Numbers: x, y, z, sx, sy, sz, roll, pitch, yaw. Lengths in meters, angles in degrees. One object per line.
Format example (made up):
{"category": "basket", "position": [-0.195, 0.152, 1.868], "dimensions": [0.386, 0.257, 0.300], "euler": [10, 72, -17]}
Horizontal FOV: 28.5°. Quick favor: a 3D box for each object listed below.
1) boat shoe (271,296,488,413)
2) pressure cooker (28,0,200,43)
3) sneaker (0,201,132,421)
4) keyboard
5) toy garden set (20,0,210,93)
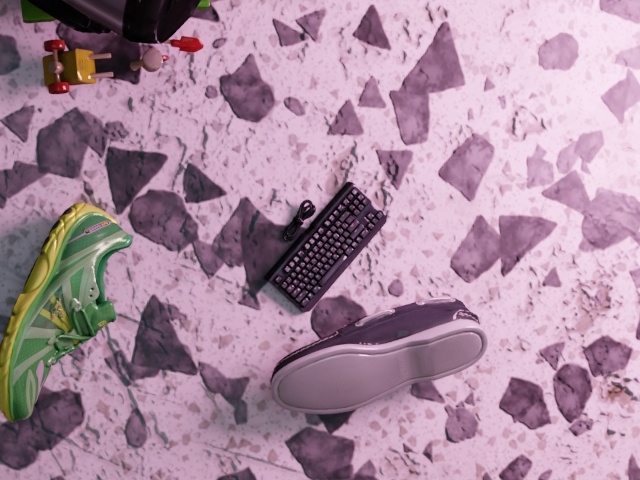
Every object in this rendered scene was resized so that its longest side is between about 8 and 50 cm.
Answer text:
{"category": "boat shoe", "position": [0.072, 0.152, 1.706], "dimensions": [0.302, 0.091, 0.114], "euler": [-10, 126, -13]}
{"category": "pressure cooker", "position": [-0.286, -0.475, 1.477], "dimensions": [0.420, 0.370, 0.375], "euler": [29, 64, -3]}
{"category": "sneaker", "position": [-0.328, 0.099, 1.611], "dimensions": [0.123, 0.109, 0.295], "euler": [23, 83, -6]}
{"category": "keyboard", "position": [0.000, 0.000, 1.728], "dimensions": [0.108, 0.023, 0.180], "euler": [42, 80, -7]}
{"category": "toy garden set", "position": [-0.270, -0.302, 1.670], "dimensions": [0.244, 0.049, 0.204], "euler": [-7, 88, -13]}
